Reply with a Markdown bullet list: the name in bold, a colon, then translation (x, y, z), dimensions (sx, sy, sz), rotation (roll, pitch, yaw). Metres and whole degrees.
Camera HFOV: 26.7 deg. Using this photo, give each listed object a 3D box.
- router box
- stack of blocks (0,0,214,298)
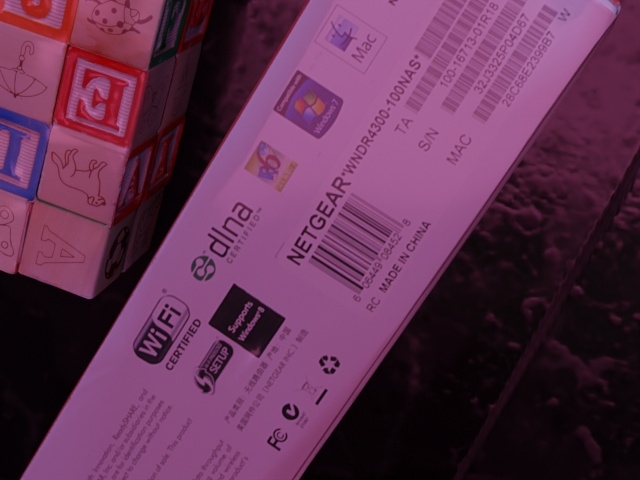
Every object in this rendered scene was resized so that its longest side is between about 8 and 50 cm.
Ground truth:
- **router box**: translation (0.000, 0.000, 0.576), dimensions (0.082, 0.301, 0.335), rotation (33, 110, 1)
- **stack of blocks**: translation (-0.221, -0.106, 0.718), dimensions (0.297, 0.087, 0.171), rotation (21, 112, 7)
